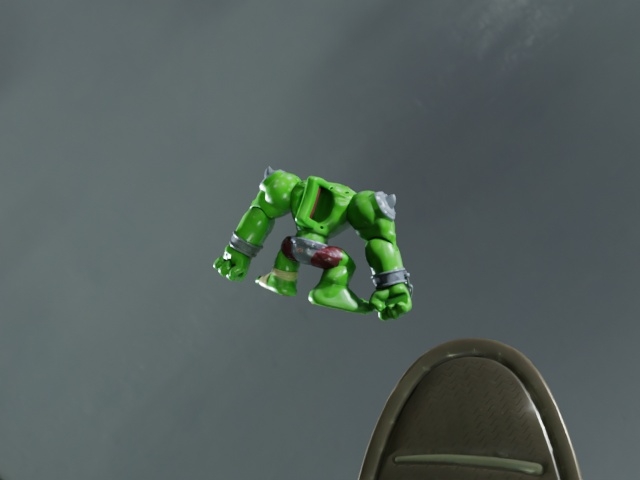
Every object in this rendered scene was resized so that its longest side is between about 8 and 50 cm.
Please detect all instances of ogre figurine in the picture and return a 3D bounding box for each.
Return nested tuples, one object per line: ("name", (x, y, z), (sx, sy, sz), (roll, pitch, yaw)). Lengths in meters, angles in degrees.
("ogre figurine", (0.000, 0.000, 0.998), (0.197, 0.096, 0.118), (16, 96, 43))

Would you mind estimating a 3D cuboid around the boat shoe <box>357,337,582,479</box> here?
("boat shoe", (0.077, 0.204, 0.487), (0.110, 0.104, 0.308), (-4, 76, 14))
